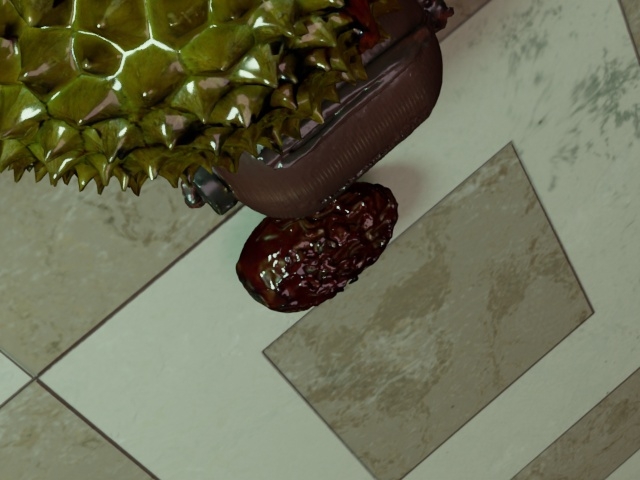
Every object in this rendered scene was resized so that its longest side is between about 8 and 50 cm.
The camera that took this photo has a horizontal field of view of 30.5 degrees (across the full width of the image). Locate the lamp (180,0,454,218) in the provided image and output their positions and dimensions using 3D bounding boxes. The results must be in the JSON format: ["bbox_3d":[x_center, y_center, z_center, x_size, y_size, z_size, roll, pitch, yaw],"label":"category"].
[{"bbox_3d":[-0.012,-0.119,0.921,0.258,0.180,0.180,-41,135,-6],"label":"lamp"}]

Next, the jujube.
[{"bbox_3d":[0.002,0.001,1.079,0.166,0.104,0.104,-37,135,-14],"label":"jujube"}]

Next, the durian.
[{"bbox_3d":[-0.112,-0.200,0.697,0.384,0.347,0.348,-24,145,32],"label":"durian"}]
